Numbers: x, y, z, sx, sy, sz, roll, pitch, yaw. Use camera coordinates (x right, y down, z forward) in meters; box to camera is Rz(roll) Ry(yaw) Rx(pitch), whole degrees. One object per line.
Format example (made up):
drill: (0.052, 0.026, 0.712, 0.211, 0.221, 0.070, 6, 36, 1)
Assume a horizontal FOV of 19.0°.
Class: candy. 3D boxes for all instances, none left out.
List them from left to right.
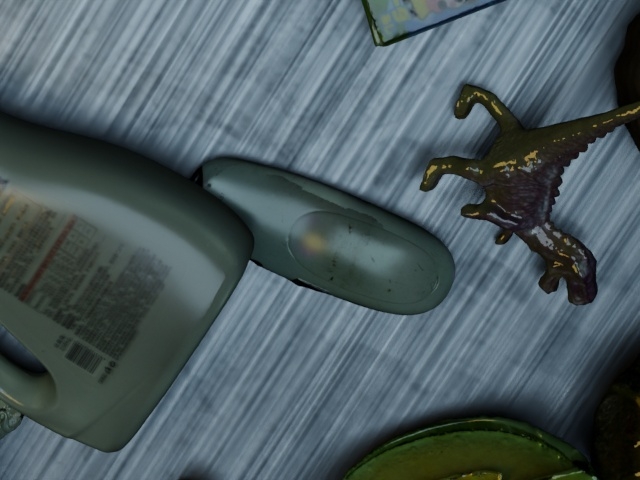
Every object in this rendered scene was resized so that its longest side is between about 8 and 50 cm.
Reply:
candy: (0.122, -0.247, 1.652, 0.194, 0.062, 0.097, -20, 102, 2)

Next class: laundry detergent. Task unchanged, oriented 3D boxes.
laundry detergent: (-0.284, -0.006, 1.654, 0.397, 0.125, 0.264, 32, 112, -8)

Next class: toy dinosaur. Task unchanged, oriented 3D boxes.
toy dinosaur: (0.198, -0.069, 1.656, 0.199, 0.072, 0.251, 26, 119, 15)

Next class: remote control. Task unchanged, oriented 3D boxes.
remote control: (-0.001, -0.001, 1.711, 0.256, 0.045, 0.097, 19, 101, -4)

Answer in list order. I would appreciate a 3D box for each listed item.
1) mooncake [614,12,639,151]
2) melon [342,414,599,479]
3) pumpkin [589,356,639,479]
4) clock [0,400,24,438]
mooncake: (0.370, -0.142, 1.659, 0.228, 0.124, 0.228, -1, 102, -7)
melon: (0.123, 0.268, 1.746, 0.265, 0.129, 0.169, -19, 125, 0)
pumpkin: (0.355, 0.202, 1.713, 0.238, 0.159, 0.238, -1, 80, 6)
clock: (-0.312, 0.146, 1.746, 0.074, 0.010, 0.083, -36, 101, 6)
